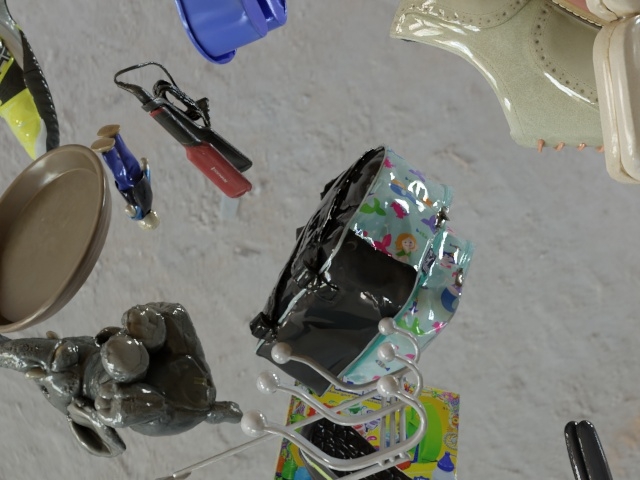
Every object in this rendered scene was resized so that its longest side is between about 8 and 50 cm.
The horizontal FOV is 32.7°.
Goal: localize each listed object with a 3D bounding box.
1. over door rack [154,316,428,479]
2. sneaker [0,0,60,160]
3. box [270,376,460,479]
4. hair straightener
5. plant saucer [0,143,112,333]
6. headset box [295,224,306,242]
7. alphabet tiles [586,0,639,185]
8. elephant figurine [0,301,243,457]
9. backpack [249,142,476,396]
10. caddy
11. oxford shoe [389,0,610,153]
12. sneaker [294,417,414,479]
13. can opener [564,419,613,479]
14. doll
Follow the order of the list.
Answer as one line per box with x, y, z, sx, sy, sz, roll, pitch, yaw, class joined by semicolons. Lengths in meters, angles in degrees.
-0.057;0.186;0.978;0.324;0.239;0.108;-35;94;8;over door rack
-0.533;-0.291;1.718;0.147;0.145;0.384;-28;98;-14;sneaker
0.069;0.383;1.830;0.290;0.177;0.279;12;40;-1;box
-0.168;-0.148;1.364;0.230;0.047;0.089;38;37;-36;hair straightener
-0.374;0.000;1.469;0.041;0.278;0.278;33;60;-42;plant saucer
0.000;0.000;1.881;0.062;0.083;0.032;-20;45;21;headset box
0.221;-0.103;0.533;0.284;0.021;0.278;-7;88;-40;alphabet tiles
-0.247;0.158;1.242;0.169;0.239;0.186;-16;89;-52;elephant figurine
0.055;0.027;1.196;0.191;0.225;0.253;29;39;-11;backpack
-0.205;-0.513;2.098;0.179;0.241;0.341;-11;108;22;caddy
0.240;-0.123;0.923;0.397;0.140;0.146;37;104;13;oxford shoe
0.056;0.299;1.285;0.084;0.097;0.234;-33;76;-27;sneaker
0.300;0.285;1.173;0.073;0.059;0.186;-7;88;-29;can opener
-0.297;-0.093;1.722;0.046;0.189;0.129;-10;37;16;doll
